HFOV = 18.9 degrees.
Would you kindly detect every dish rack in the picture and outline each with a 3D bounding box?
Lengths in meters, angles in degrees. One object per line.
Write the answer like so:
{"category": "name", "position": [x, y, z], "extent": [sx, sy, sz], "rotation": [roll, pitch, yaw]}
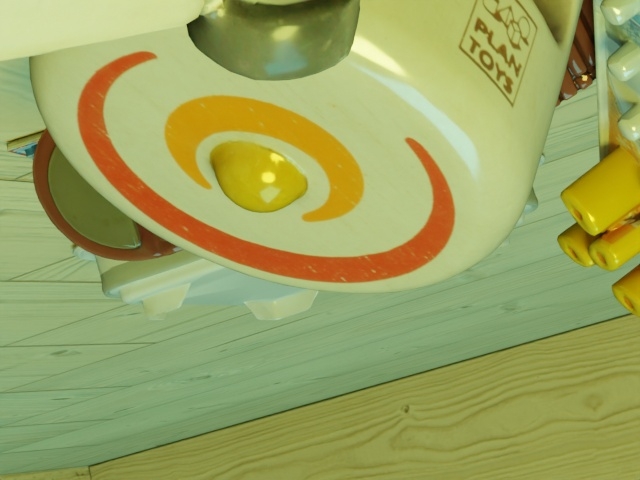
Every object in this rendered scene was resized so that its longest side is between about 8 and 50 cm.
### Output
{"category": "dish rack", "position": [0.000, 0.000, 1.560], "extent": [0.333, 0.072, 0.285], "rotation": [-19, 167, 30]}

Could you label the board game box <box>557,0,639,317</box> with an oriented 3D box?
{"category": "board game box", "position": [0.225, 0.014, 0.739], "extent": [0.050, 0.390, 0.390], "rotation": [-37, 150, -12]}

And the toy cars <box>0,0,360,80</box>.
{"category": "toy cars", "position": [0.016, -0.155, 0.335], "extent": [0.393, 0.087, 0.176], "rotation": [-43, 136, 7]}

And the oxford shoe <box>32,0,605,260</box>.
{"category": "oxford shoe", "position": [0.020, -0.108, 0.962], "extent": [0.348, 0.123, 0.130], "rotation": [-20, -160, 13]}

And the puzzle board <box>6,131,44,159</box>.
{"category": "puzzle board", "position": [-0.127, -0.062, 1.225], "extent": [0.096, 0.011, 0.128], "rotation": [-15, 170, 19]}

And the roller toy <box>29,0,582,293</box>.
{"category": "roller toy", "position": [-0.004, -0.075, 0.718], "extent": [0.191, 0.146, 0.209], "rotation": [18, 150, 1]}
